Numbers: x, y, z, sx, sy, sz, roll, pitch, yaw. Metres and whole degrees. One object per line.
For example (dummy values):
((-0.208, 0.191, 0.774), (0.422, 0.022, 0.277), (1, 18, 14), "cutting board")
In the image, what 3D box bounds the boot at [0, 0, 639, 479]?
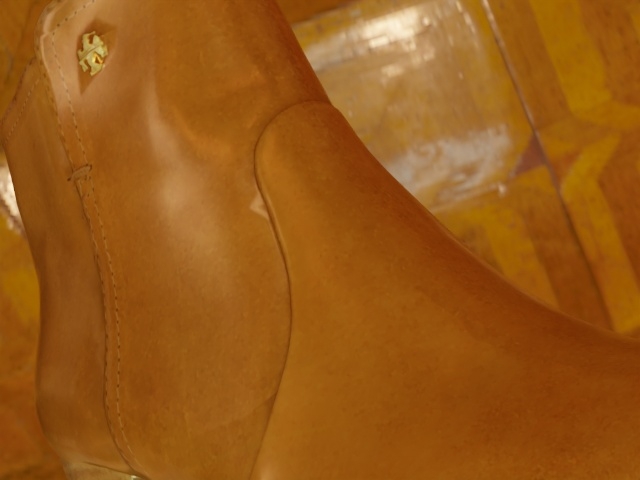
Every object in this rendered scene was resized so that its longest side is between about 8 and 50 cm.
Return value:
((0.000, 0.000, 0.441), (0.104, 0.211, 0.295), (-8, 168, -44), "boot")
